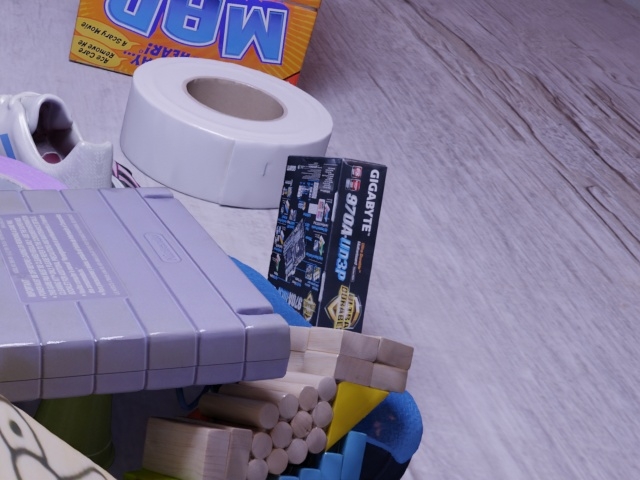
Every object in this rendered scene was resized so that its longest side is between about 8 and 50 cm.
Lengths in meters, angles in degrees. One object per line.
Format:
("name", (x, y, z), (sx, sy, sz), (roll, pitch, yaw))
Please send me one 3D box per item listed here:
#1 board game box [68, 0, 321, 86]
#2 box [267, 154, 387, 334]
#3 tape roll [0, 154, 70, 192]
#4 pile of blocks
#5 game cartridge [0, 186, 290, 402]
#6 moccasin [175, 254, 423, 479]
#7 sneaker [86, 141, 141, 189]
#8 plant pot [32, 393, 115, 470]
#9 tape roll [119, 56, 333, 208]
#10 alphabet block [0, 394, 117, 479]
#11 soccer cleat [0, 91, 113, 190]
("board game box", (-0.181, -0.471, 1.925), (0.357, 0.356, 0.356), (13, 26, -10))
("box", (0.000, 0.000, 1.231), (0.051, 0.175, 0.220), (9, 2, -17))
("tape roll", (-0.372, 0.001, 1.180), (0.275, 0.090, 0.274), (14, 25, -7))
("pile of blocks", (-0.076, 0.184, 0.932), (0.362, 0.148, 0.113), (-30, 19, -36))
("game cartridge", (-0.192, 0.033, 0.984), (0.230, 0.068, 0.355), (-6, 22, -20))
("moccasin", (-0.067, 0.127, 1.103), (0.342, 0.116, 0.138), (38, 44, 27))
("sneaker", (-0.274, -0.077, 1.440), (0.077, 0.072, 0.178), (4, 34, -51))
("plant pot", (-0.209, 0.147, 1.004), (0.083, 0.079, 0.083), (15, 25, -7))
("tape roll", (-0.129, -0.153, 1.626), (0.286, 0.100, 0.286), (15, 26, -7))
("alphabet block", (-0.212, 0.218, 0.658), (0.192, 0.193, 0.197), (50, 3, -38))
("soccer cleat", (-0.356, -0.129, 1.384), (0.331, 0.143, 0.116), (32, 29, 28))
